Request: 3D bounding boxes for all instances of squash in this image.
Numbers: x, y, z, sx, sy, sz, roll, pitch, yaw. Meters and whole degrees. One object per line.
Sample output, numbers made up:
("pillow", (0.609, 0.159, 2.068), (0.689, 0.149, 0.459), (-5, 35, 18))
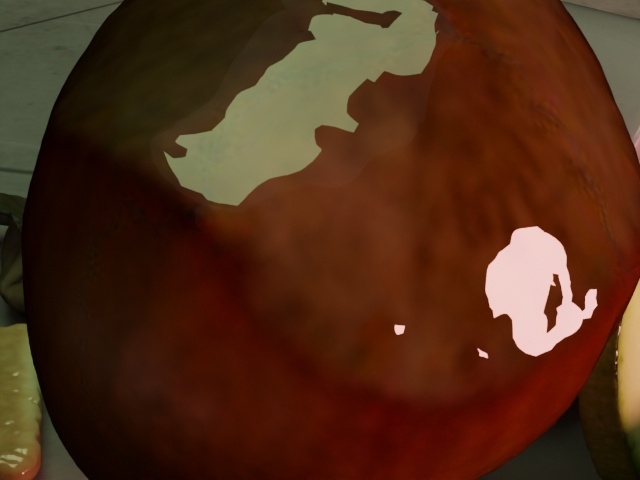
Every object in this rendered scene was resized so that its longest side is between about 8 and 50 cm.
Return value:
("squash", (0.230, 0.061, 0.776), (0.041, 0.219, 0.219), (5, 27, 43))

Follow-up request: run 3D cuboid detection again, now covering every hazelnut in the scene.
("hazelnut", (0.002, -0.004, 0.671), (0.366, 0.365, 0.366), (1, 34, -1))

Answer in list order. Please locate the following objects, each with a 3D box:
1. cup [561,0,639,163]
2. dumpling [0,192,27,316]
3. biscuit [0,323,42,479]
("cup", (0.132, -0.069, 0.946), (0.372, 0.253, 0.253), (24, 39, 34))
("dumpling", (-0.154, 0.036, 0.913), (0.332, 0.086, 0.166), (16, 4, 20))
("biscuit", (-0.315, 0.120, 0.825), (0.250, 0.030, 0.160), (-5, 35, -10))
